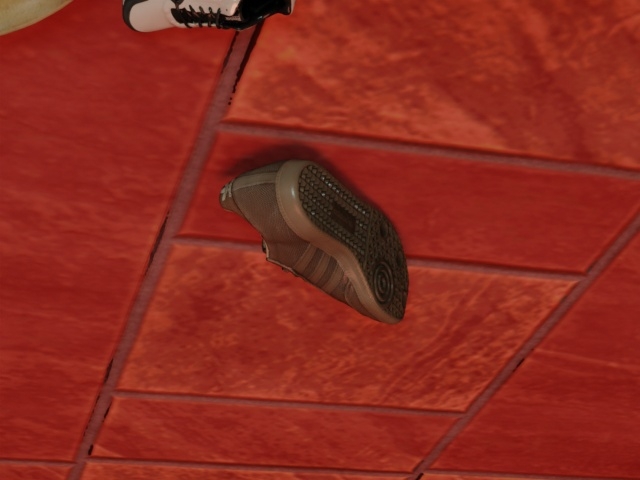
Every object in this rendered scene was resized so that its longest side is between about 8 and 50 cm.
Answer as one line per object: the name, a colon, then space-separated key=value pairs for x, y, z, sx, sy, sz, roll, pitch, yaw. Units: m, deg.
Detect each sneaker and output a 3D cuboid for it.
sneaker: x=-0.061 y=-0.134 z=0.795 sx=0.109 sy=0.044 sz=0.040 roll=-15 pitch=149 yaw=19
sneaker: x=0.000 y=0.000 z=1.020 sx=0.071 sy=0.066 sz=0.188 roll=-3 pitch=147 yaw=30

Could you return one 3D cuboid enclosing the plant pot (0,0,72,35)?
plant pot: x=-0.214 y=-0.182 z=0.708 sx=0.236 sy=0.032 sz=0.236 roll=-4 pitch=148 yaw=-3
